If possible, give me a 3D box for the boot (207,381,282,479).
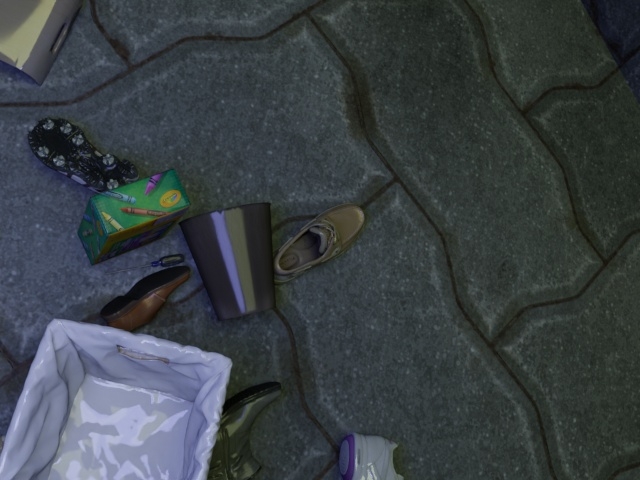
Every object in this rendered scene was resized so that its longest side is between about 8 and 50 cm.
[{"bbox_3d":[-0.165,0.416,1.455,0.246,0.083,0.161,-29,95,-21],"label":"boot"}]

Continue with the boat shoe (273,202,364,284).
[{"bbox_3d":[0.000,0.000,1.617,0.302,0.098,0.109,-32,90,-27],"label":"boat shoe"}]

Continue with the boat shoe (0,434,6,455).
[{"bbox_3d":[-0.575,0.436,1.275,0.048,0.056,0.153,-4,76,-15],"label":"boat shoe"}]

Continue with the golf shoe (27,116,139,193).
[{"bbox_3d":[-0.495,-0.154,1.449,0.273,0.120,0.105,33,70,12],"label":"golf shoe"}]

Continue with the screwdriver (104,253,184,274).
[{"bbox_3d":[-0.377,0.055,1.488,0.170,0.025,0.024,-13,82,-17],"label":"screwdriver"}]

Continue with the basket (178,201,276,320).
[{"bbox_3d":[-0.181,0.050,1.499,0.204,0.154,0.227,-13,86,-8],"label":"basket"}]

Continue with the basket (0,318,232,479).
[{"bbox_3d":[-0.353,0.355,1.229,0.328,0.266,0.331,13,65,-4],"label":"basket"}]

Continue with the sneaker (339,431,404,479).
[{"bbox_3d":[0.118,0.576,1.504,0.152,0.114,0.305,9,73,-20],"label":"sneaker"}]

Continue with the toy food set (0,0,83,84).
[{"bbox_3d":[-0.694,-0.497,1.467,0.306,0.092,0.220,25,79,-14],"label":"toy food set"}]

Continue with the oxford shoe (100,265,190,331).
[{"bbox_3d":[-0.358,0.125,1.456,0.212,0.076,0.076,-36,122,-29],"label":"oxford shoe"}]

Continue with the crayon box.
[{"bbox_3d":[-0.374,-0.040,1.364,0.165,0.278,0.081,-24,87,-27],"label":"crayon box"}]
